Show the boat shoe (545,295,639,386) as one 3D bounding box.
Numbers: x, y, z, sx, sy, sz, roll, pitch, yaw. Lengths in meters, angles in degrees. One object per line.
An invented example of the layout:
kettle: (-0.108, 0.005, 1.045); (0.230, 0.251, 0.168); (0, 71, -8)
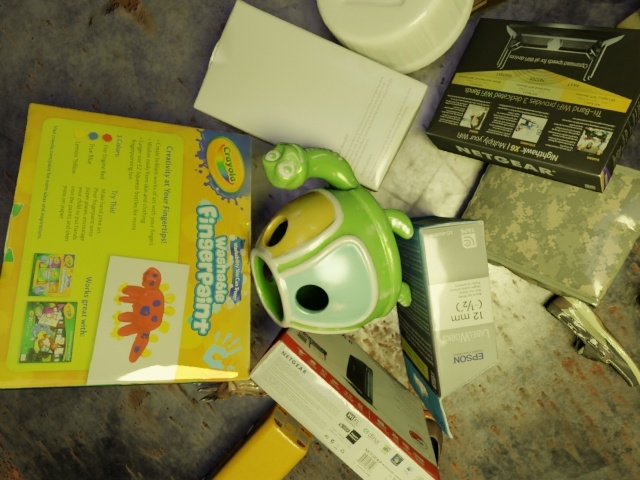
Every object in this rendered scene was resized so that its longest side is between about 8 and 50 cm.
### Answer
boat shoe: (0.538, 0.200, 0.910); (0.073, 0.080, 0.223); (-39, 85, 14)

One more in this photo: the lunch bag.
lunch bag: (0.416, -0.039, 0.848); (0.287, 0.169, 0.235); (29, 96, 29)

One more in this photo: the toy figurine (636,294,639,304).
toy figurine: (0.721, 0.072, 0.838); (0.213, 0.148, 0.209); (7, 96, 5)

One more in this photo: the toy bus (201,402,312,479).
toy bus: (-0.163, 0.505, 0.985); (0.108, 0.130, 0.332); (42, 98, 1)

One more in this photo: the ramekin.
ramekin: (0.125, -0.454, 0.822); (0.277, 0.135, 0.277); (1, 93, 25)

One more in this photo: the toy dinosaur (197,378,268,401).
toy dinosaur: (-0.247, 0.232, 0.983); (0.127, 0.200, 0.295); (-32, 65, -25)

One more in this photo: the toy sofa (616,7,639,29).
toy sofa: (0.739, -0.433, 0.777); (0.363, 0.177, 0.150); (-31, 92, 9)

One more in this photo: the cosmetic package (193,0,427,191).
cosmetic package: (-0.018, -0.265, 0.889); (0.385, 0.156, 0.217); (27, 97, 4)

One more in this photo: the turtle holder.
turtle holder: (0.010, 0.016, 0.766); (0.228, 0.320, 0.243); (-21, 50, -25)

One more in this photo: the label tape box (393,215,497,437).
label tape box: (0.219, 0.133, 0.845); (0.115, 0.249, 0.347); (-10, 95, -3)

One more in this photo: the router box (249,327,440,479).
router box: (0.051, 0.279, 0.855); (0.335, 0.301, 0.082); (41, 98, 1)

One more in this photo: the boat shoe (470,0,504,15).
boat shoe: (0.300, -0.492, 0.863); (0.258, 0.095, 0.095); (-25, 86, 8)

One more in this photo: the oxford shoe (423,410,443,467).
oxford shoe: (0.192, 0.501, 0.961); (0.097, 0.098, 0.271); (11, 96, 5)

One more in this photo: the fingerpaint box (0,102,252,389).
fingerpaint box: (-0.315, 0.023, 0.802); (0.371, 0.163, 0.444); (3, 72, -20)

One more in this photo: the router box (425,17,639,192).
router box: (0.375, -0.244, 0.794); (0.309, 0.081, 0.242); (27, 90, 36)
